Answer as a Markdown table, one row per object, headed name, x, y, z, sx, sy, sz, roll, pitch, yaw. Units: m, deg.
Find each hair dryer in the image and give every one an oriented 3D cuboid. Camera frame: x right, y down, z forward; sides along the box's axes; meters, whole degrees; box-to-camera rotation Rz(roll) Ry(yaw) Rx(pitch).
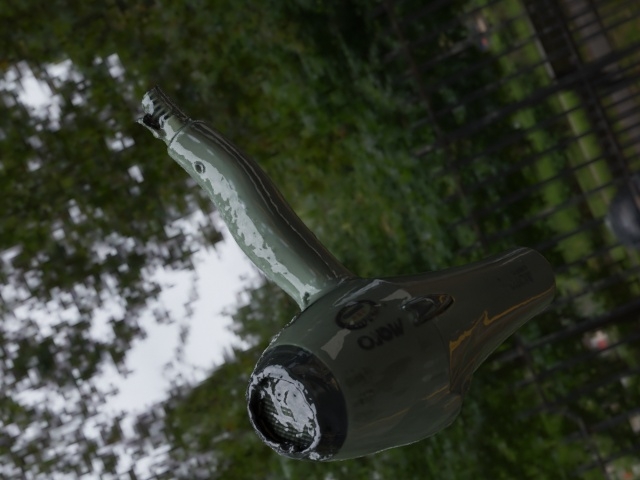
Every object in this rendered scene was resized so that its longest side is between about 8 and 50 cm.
| name | x | y | z | sx | sy | sz | roll | pitch | yaw |
| --- | --- | --- | --- | --- | --- | --- | --- | --- | --- |
| hair dryer | 0.029 | 0.011 | 0.669 | 0.219 | 0.088 | 0.225 | 2 | -132 | -38 |
